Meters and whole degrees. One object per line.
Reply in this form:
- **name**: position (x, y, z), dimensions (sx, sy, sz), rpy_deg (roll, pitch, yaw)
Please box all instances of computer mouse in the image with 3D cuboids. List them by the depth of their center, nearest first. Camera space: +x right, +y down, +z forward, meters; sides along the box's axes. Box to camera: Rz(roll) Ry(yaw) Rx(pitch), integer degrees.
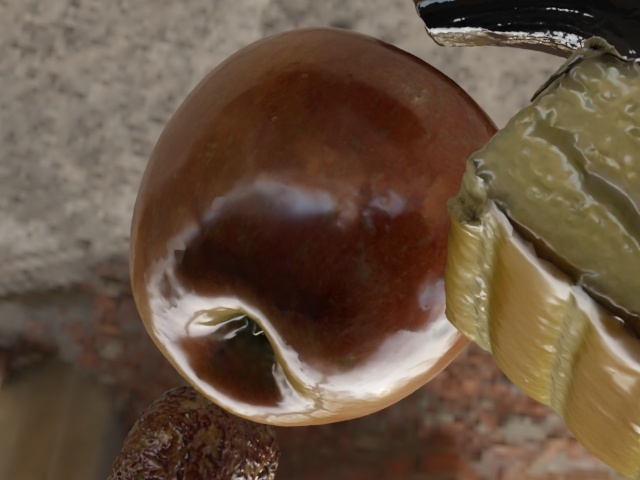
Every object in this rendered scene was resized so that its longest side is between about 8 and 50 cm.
- **computer mouse**: position (0.176, -0.189, 1.341), dimensions (0.264, 0.147, 0.088), rpy_deg (11, 161, 7)

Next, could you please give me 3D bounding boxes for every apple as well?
- **apple**: position (0.000, 0.000, 1.220), dimensions (0.253, 0.254, 0.253), rpy_deg (7, 149, 4)

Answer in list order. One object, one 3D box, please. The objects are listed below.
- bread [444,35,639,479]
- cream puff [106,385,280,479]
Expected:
- **bread**: position (0.174, 0.046, 0.907), dimensions (0.239, 0.111, 0.246), rpy_deg (41, 170, 15)
- **cream puff**: position (-0.088, 0.175, 1.438), dimensions (0.084, 0.149, 0.149), rpy_deg (31, 162, 33)
